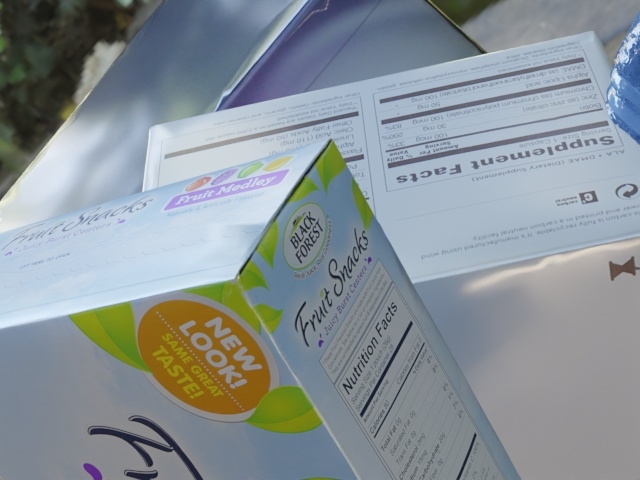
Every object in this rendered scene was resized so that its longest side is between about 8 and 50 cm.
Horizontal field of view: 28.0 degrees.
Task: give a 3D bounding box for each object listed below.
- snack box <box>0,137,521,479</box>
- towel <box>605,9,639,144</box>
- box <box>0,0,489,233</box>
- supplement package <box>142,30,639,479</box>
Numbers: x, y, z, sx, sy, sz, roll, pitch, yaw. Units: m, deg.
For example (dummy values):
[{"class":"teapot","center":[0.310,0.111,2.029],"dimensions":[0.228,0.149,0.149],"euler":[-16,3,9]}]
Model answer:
[{"class":"snack box","center":[-0.029,0.086,0.406],"dimensions":[0.174,0.207,0.070],"euler":[-12,31,34]},{"class":"towel","center":[0.120,-0.064,0.328],"dimensions":[0.029,0.067,0.119],"euler":[-24,-32,-36]},{"class":"box","center":[0.000,0.000,0.781],"dimensions":[0.296,0.294,0.183],"euler":[-50,30,8]},{"class":"supplement package","center":[0.051,0.072,0.577],"dimensions":[0.204,0.262,0.145],"euler":[-12,37,6]}]
